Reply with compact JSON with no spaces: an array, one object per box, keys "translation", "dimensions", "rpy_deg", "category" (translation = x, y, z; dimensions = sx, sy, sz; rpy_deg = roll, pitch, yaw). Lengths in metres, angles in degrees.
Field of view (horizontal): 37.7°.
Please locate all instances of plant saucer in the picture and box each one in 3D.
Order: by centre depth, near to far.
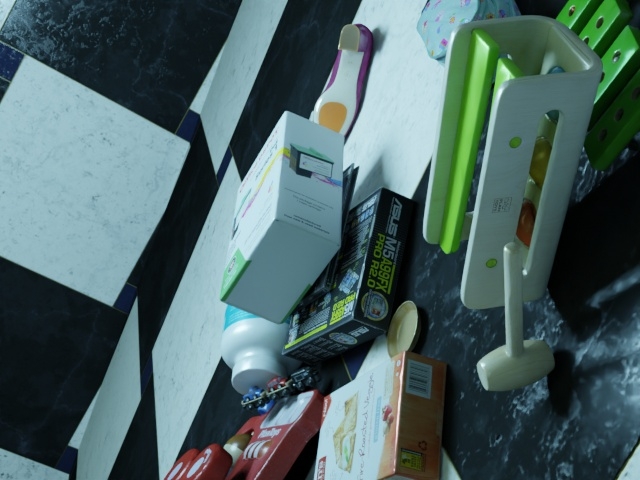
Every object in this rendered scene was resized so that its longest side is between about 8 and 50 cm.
[{"translation":[0.116,0.124,1.273],"dimensions":[0.083,0.015,0.084],"rpy_deg":[-162,90,-72],"category":"plant saucer"}]

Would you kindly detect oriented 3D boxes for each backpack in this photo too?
[{"translation":[0.201,-0.283,1.259],"dimensions":[0.152,0.115,0.182],"rpy_deg":[-56,27,32],"category":"backpack"}]

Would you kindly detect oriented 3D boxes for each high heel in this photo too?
[{"translation":[0.047,-0.292,1.788],"dimensions":[0.117,0.082,0.244],"rpy_deg":[-27,-55,-72],"category":"high heel"}]

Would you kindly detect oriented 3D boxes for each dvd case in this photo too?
[{"translation":[0.000,0.000,1.512],"dimensions":[0.164,0.018,0.221],"rpy_deg":[-38,33,60],"category":"dvd case"}]

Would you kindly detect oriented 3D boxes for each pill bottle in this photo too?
[{"translation":[-0.094,0.138,1.623],"dimensions":[0.146,0.146,0.264],"rpy_deg":[-53,23,42],"category":"pill bottle"}]

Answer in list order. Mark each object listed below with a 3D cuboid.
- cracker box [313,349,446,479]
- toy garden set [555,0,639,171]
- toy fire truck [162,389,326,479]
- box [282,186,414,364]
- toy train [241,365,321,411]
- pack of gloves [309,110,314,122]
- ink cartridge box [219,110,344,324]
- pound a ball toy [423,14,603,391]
[{"translation":[0.071,0.252,1.204],"dimensions":[0.232,0.067,0.156],"rpy_deg":[136,147,-54],"category":"cracker box"},{"translation":[0.327,-0.215,0.959],"dimensions":[0.244,0.049,0.204],"rpy_deg":[-92,26,-47],"category":"toy garden set"},{"translation":[-0.110,0.359,1.512],"dimensions":[0.254,0.169,0.302],"rpy_deg":[-51,8,-25],"category":"toy fire truck"},{"translation":[0.038,0.063,1.453],"dimensions":[0.270,0.060,0.216],"rpy_deg":[-37,36,60],"category":"box"},{"translation":[-0.067,0.237,1.505],"dimensions":[0.158,0.036,0.027],"rpy_deg":[-27,0,29],"category":"toy train"},{"translation":[-0.027,-0.108,1.865],"dimensions":[0.195,0.046,0.232],"rpy_deg":[111,167,-45],"category":"pack of gloves"},{"translation":[-0.058,-0.041,1.504],"dimensions":[0.201,0.117,0.278],"rpy_deg":[-54,21,37],"category":"ink cartridge box"},{"translation":[0.208,-0.033,0.936],"dimensions":[0.208,0.135,0.319],"rpy_deg":[-114,20,-49],"category":"pound a ball toy"}]
